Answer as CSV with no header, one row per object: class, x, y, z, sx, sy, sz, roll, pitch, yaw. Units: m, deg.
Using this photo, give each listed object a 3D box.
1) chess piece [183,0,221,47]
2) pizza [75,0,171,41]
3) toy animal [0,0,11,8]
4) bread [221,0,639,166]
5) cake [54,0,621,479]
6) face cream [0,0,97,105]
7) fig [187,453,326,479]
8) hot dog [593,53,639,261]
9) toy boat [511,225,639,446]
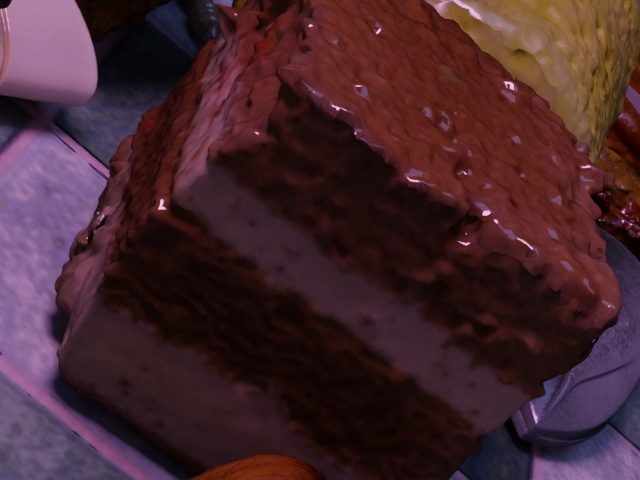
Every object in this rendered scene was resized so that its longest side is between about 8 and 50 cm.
chess piece,-0.105,-0.203,1.366,0.035,0.035,0.092,21,40,-41
pizza,-0.199,-0.260,1.251,0.335,0.086,0.226,11,41,-51
toy animal,-0.263,-0.273,0.990,0.255,0.090,0.170,46,32,5
bread,0.080,-0.132,1.195,0.348,0.348,0.308,40,30,-14
cake,0.000,0.000,0.955,0.282,0.290,0.256,37,27,-16
face cream,-0.306,-0.177,0.982,0.348,0.081,0.173,4,51,-54
fig,-0.058,0.188,0.858,0.119,0.153,0.119,162,-90,-86
hot dog,0.309,-0.105,1.660,0.405,0.185,0.223,43,25,-8
toy boat,0.231,0.094,1.392,0.141,0.092,0.319,46,34,-3
